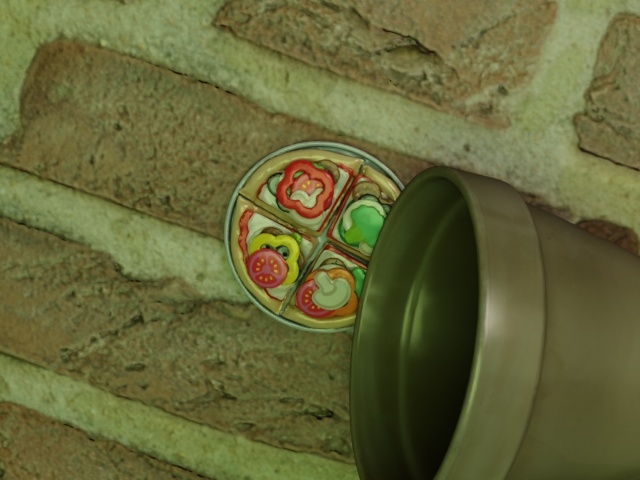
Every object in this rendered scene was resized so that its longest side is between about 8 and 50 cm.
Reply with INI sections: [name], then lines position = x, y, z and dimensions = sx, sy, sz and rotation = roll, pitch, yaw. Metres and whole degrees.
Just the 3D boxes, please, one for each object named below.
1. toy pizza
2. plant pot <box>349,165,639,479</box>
[toy pizza]
position = 0.000, 0.000, 1.561
dimensions = 0.201, 0.032, 0.201
rotation = 2, 105, 6
[plant pot]
position = 0.208, 0.110, 1.443
dimensions = 0.280, 0.323, 0.323
rotation = 8, 107, -18
